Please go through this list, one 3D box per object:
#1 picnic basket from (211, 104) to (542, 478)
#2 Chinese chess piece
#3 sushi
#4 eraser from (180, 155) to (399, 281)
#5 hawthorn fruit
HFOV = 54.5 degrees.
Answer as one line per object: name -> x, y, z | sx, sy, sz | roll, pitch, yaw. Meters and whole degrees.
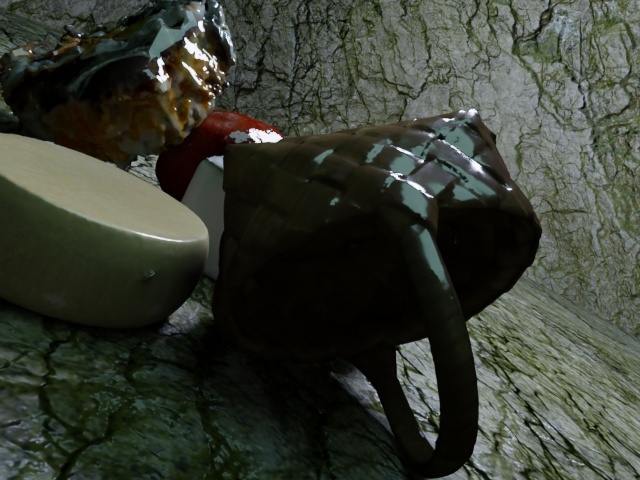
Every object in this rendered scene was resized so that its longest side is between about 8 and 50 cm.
picnic basket -> 0.069, 0.069, 0.602 | 0.337, 0.337, 0.293 | 31, -31, 19
Chinese chess piece -> -0.249, -0.014, 0.643 | 0.273, 0.102, 0.273 | 26, 10, -5
sushi -> -0.328, -0.278, 1.034 | 0.417, 0.418, 0.175 | 42, -22, 52
eraser -> -0.060, 0.000, 0.902 | 0.331, 0.149, 0.331 | 29, 11, -6
hawthorn fruit -> -0.171, -0.120, 1.057 | 0.250, 0.215, 0.215 | 16, 3, 34
